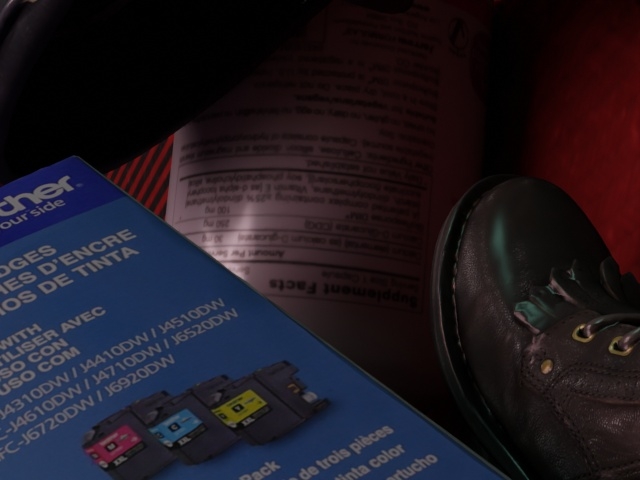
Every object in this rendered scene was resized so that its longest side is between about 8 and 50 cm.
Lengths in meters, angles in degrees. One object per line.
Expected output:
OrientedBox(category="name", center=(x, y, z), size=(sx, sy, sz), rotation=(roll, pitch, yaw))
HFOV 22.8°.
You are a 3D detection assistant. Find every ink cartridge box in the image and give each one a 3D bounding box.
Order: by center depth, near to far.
OrientedBox(category="ink cartridge box", center=(-0.068, 0.151, 0.611), size=(0.395, 0.151, 0.270), rotation=(36, 141, 45))

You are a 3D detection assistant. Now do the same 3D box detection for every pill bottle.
OrientedBox(category="pill bottle", center=(0.000, 0.000, 0.802), size=(0.160, 0.160, 0.283), rotation=(156, 121, -70))

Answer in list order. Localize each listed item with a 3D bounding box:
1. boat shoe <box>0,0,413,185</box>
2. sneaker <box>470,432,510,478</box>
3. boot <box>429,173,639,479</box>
OrientedBox(category="boat shoe", center=(0.013, -0.173, 0.634), size=(0.500, 0.187, 0.156), rotation=(-30, 66, 30))
OrientedBox(category="sneaker", center=(0.094, 0.077, 0.649), size=(0.170, 0.051, 0.089), rotation=(-101, 20, -54))
OrientedBox(category="boot", center=(0.136, 0.030, 0.497), size=(0.229, 0.091, 0.263), rotation=(119, 143, -47))
